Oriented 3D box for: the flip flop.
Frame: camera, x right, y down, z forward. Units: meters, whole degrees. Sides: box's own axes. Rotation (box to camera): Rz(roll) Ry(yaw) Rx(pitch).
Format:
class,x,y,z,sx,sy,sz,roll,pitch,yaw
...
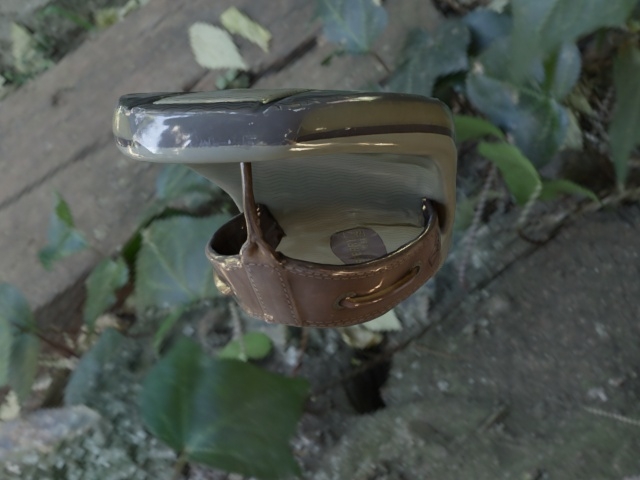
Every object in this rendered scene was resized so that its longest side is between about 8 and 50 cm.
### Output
class,x,y,z,sx,sy,sz,roll,pitch,yaw
flip flop,0.000,0.000,0.515,0.112,0.277,0.080,2,77,10
